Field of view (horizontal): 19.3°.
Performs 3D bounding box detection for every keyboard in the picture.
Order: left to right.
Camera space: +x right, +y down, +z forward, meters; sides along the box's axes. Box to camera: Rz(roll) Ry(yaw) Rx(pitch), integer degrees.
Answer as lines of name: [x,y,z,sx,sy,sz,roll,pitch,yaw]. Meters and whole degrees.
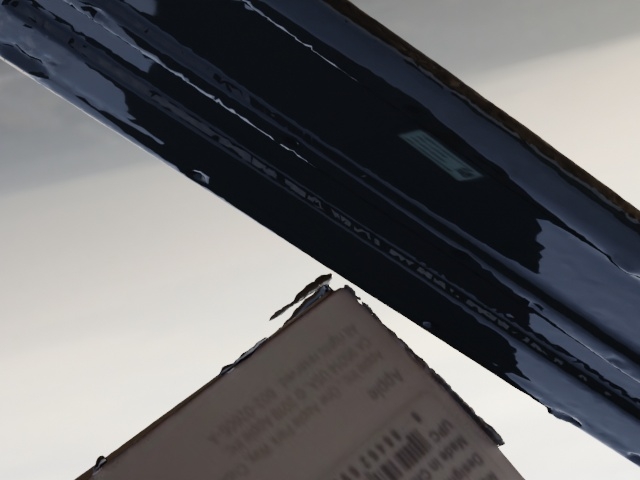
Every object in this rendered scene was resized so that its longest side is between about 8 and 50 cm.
keyboard: [0.003,-0.012,0.388,0.381,0.041,0.103,27,158,-26]

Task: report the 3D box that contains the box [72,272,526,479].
box: [-0.077,0.151,0.584,0.203,0.106,0.252,-37,171,-49]
